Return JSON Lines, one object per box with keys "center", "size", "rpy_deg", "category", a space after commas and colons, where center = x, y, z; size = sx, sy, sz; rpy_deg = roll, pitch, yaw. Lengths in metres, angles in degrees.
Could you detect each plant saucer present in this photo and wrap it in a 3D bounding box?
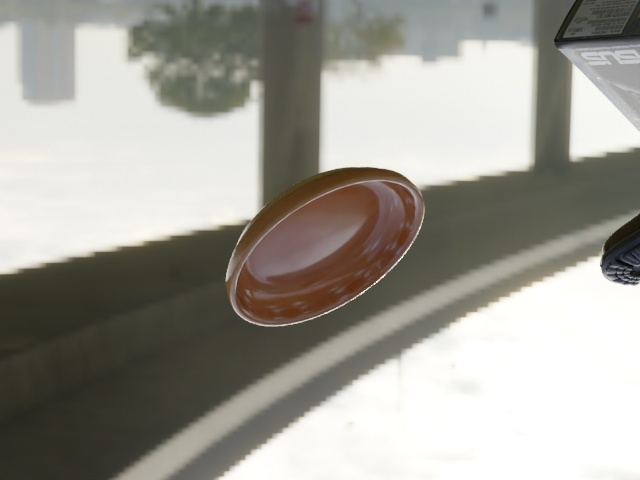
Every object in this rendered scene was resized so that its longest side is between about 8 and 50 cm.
{"center": [0.000, 0.000, 1.607], "size": [0.200, 0.200, 0.037], "rpy_deg": [-5, -129, -39], "category": "plant saucer"}

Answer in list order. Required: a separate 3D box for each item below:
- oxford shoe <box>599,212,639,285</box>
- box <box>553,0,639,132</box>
{"center": [0.315, -0.045, 1.406], "size": [0.083, 0.227, 0.096], "rpy_deg": [46, -166, -48], "category": "oxford shoe"}
{"center": [0.261, -0.073, 0.914], "size": [0.183, 0.056, 0.231], "rpy_deg": [42, 160, -29], "category": "box"}
